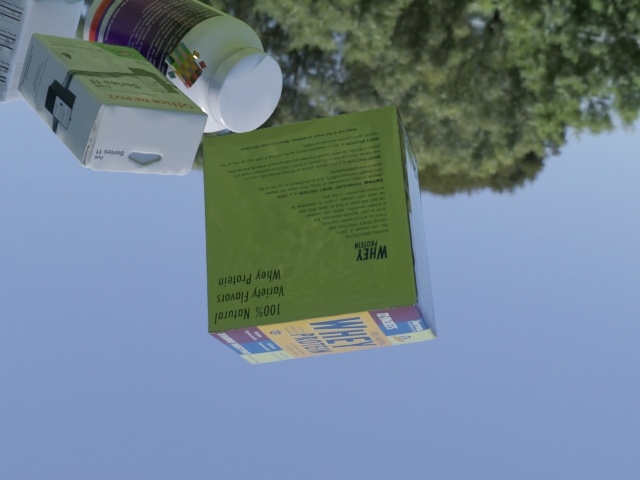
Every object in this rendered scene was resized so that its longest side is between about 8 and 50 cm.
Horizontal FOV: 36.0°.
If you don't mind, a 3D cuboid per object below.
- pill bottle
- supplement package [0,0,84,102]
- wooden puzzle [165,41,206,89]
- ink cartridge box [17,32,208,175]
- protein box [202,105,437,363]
[{"bbox_3d":[-0.212,-0.282,1.528,0.323,0.181,0.181,32,-154,36],"label":"pill bottle"},{"bbox_3d":[-0.583,-0.389,1.874,0.149,0.203,0.194,24,-162,11],"label":"supplement package"},{"bbox_3d":[-0.180,-0.234,1.314,0.006,0.049,0.083,-22,-153,34],"label":"wooden puzzle"},{"bbox_3d":[-0.257,-0.168,1.214,0.153,0.087,0.208,0,-148,-42],"label":"ink cartridge box"},{"bbox_3d":[0.000,0.000,0.979,0.200,0.201,0.136,-9,159,12],"label":"protein box"}]
